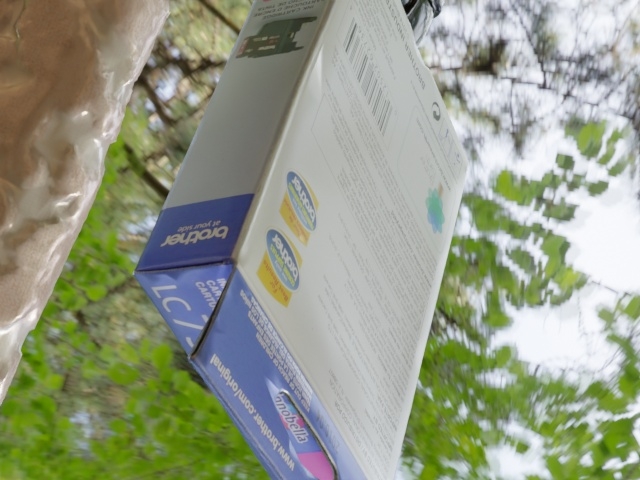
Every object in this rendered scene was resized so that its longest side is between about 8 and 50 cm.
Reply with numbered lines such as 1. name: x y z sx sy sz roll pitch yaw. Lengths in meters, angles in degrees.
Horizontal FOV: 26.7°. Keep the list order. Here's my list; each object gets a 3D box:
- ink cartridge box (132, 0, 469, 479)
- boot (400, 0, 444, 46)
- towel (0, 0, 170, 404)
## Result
1. ink cartridge box: 0.000 0.000 0.688 0.065 0.185 0.311 -9 -138 24
2. boot: 0.011 -0.166 1.036 0.094 0.246 0.207 9 -111 30
3. towel: -0.253 0.003 0.558 0.317 0.053 0.331 22 -92 24
